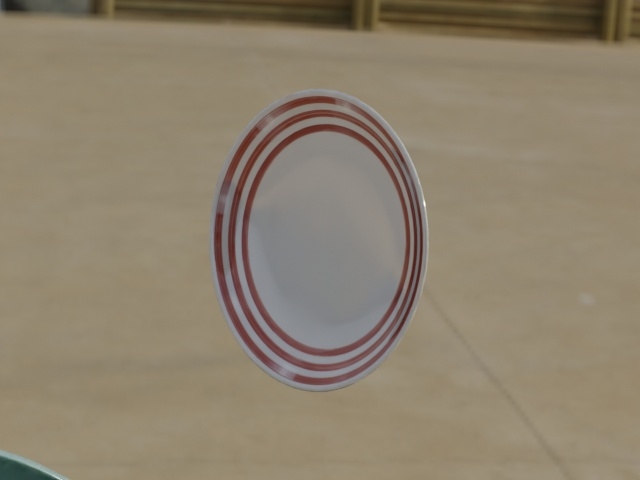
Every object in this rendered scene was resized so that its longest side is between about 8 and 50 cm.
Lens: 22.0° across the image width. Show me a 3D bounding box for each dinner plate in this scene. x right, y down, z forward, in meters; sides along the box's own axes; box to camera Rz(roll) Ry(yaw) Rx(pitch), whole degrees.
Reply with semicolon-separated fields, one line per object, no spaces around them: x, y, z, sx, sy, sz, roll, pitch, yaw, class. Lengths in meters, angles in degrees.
0.000;0.000;0.772;0.141;0.141;0.017;16;12;43;dinner plate

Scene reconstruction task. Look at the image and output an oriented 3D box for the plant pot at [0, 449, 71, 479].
-0.185;0.281;0.876;0.293;0.196;0.293;42;15;-14;plant pot
